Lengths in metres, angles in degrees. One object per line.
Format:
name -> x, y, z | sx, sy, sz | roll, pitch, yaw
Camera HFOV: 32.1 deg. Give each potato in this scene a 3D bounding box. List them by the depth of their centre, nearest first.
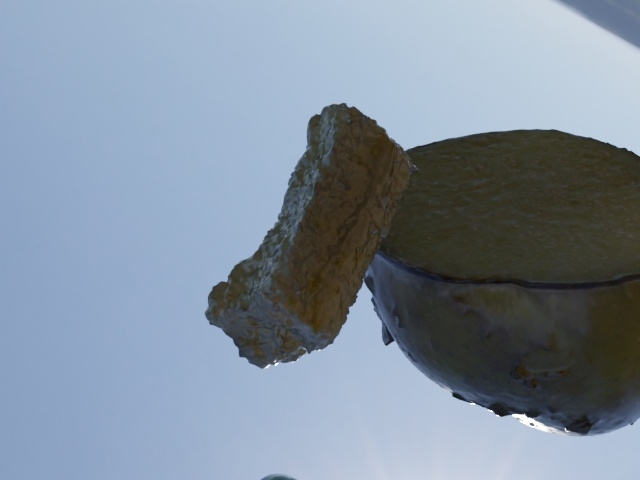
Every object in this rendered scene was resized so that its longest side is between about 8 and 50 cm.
potato -> 0.250, 0.082, 1.377 | 0.385, 0.319, 0.442 | -17, -153, -14

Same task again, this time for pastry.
pastry -> -0.004, -0.005, 1.020 | 0.121, 0.258, 0.089 | 38, 156, -17

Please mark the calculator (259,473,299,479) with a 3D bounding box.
calculator -> -0.041, 0.401, 1.424 | 0.042, 0.184, 0.295 | 6, -175, -34
